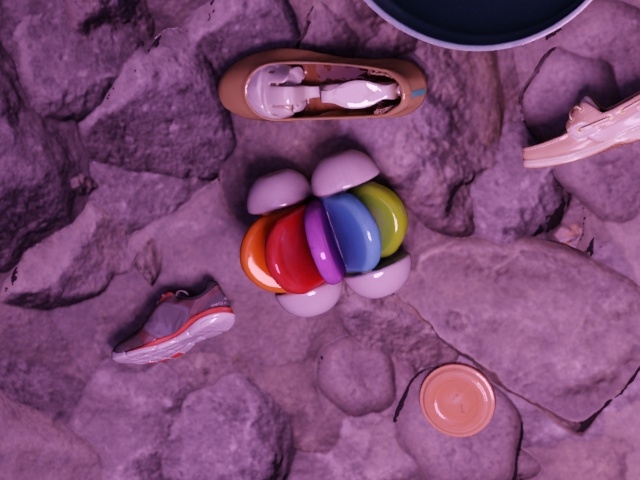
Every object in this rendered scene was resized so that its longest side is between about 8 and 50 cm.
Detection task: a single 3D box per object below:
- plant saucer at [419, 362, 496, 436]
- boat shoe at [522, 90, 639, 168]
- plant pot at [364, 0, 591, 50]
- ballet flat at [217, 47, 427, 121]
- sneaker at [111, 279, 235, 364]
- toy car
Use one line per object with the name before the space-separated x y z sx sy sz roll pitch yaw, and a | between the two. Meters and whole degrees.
plant saucer | 0.148 0.174 2.123 0.083 0.013 0.083 4 106 15
boat shoe | 0.280 -0.120 1.985 0.170 0.063 0.059 -18 96 10
plant pot | 0.167 -0.343 1.883 0.293 0.196 0.293 4 106 15
ballet flat | -0.006 -0.161 2.047 0.232 0.073 0.080 -2 103 17
sneaker | -0.166 0.090 2.179 0.158 0.061 0.065 -24 70 19
toy car | 0.000 0.000 2.053 0.182 0.136 0.159 -16 99 19
